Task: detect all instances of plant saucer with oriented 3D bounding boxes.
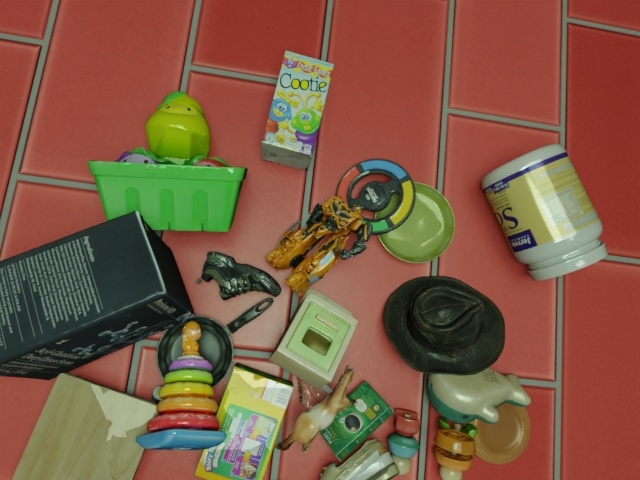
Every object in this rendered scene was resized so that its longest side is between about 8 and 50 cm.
[{"bbox_3d":[0.274,-0.051,1.339,0.240,0.037,0.241,1,80,-7],"label":"plant saucer"},{"bbox_3d":[0.498,0.523,1.273,0.199,0.037,0.200,1,81,-7],"label":"plant saucer"}]

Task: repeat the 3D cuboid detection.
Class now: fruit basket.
[{"bbox_3d":[-0.374,-0.216,1.185,0.391,0.283,0.393,-1,98,-7],"label":"fruit basket"}]

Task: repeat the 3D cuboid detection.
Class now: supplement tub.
[{"bbox_3d":[0.629,-0.077,1.286,0.240,0.241,0.332,-22,84,-10],"label":"supplement tub"}]

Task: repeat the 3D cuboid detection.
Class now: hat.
[{"bbox_3d":[0.338,0.194,1.209,0.331,0.134,0.332,0,52,0],"label":"hat"}]

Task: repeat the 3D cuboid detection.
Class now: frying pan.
[{"bbox_3d":[-0.294,0.244,1.210,0.197,0.053,0.326,33,77,0],"label":"frying pan"}]

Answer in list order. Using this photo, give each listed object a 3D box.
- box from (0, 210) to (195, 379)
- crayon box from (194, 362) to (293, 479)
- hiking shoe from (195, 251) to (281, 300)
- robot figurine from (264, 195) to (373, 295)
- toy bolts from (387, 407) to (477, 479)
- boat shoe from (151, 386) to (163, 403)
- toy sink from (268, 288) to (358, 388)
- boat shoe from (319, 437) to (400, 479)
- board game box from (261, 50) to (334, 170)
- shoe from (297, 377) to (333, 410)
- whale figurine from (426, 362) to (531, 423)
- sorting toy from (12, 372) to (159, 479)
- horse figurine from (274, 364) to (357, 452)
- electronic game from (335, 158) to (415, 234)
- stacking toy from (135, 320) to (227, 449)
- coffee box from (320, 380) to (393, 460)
[{"bbox_3d":[-0.537,0.140,1.056,0.395,0.293,0.212,-23,73,-10],"label":"box"},{"bbox_3d":[-0.192,0.478,1.168,0.165,0.081,0.279,20,79,-3],"label":"crayon box"},{"bbox_3d":[-0.218,0.117,1.234,0.226,0.086,0.114,24,87,6],"label":"hiking shoe"},{"bbox_3d":[0.000,0.000,1.232,0.291,0.085,0.211,-44,56,-3],"label":"robot figurine"},{"bbox_3d":[0.282,0.551,1.170,0.228,0.218,0.159,10,85,13],"label":"toy bolts"},{"bbox_3d":[-0.378,0.422,1.176,0.125,0.038,0.046,25,37,-8],"label":"boat shoe"},{"bbox_3d":[-0.004,0.232,1.173,0.152,0.131,0.234,32,59,-1],"label":"toy sink"},{"bbox_3d":[0.050,0.625,1.171,0.302,0.113,0.103,-29,58,-4],"label":"boat shoe"},{"bbox_3d":[-0.067,-0.362,1.292,0.141,0.144,0.276,13,80,-6],"label":"board game box"},{"bbox_3d":[-0.038,0.391,1.212,0.178,0.063,0.081,43,75,-2],"label":"shoe"},{"bbox_3d":[0.416,0.411,1.226,0.271,0.216,0.141,7,120,-13],"label":"whale figurine"},{"bbox_3d":[-0.555,0.486,1.116,0.255,0.089,0.257,20,79,-3],"label":"sorting toy"},{"bbox_3d":[0.000,0.432,1.111,0.263,0.174,0.066,-37,60,-13],"label":"horse figurine"},{"bbox_3d":[0.155,-0.127,1.299,0.229,0.048,0.230,-3,75,13],"label":"electronic game"},{"bbox_3d":[-0.323,0.343,1.108,0.165,0.175,0.302,24,51,-41],"label":"stacking toy"},{"bbox_3d":[0.087,0.470,1.195,0.184,0.113,0.040,-38,130,-13],"label":"coffee box"}]
